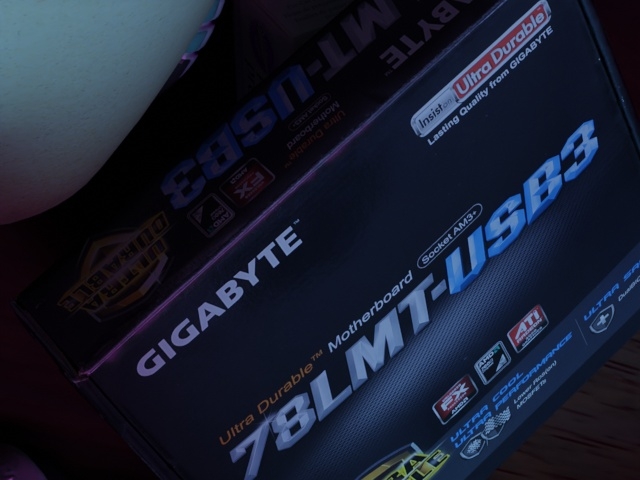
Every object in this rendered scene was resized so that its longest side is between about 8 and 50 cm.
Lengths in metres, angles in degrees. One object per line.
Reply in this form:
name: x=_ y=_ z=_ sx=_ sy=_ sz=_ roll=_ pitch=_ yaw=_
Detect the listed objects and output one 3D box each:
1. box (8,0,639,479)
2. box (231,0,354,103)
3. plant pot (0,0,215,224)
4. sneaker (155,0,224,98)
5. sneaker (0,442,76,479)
box: x=0.035 y=0.025 z=0.981 sx=0.295 sy=0.073 sz=0.293 roll=-42 pitch=143 yaw=-8
box: x=0.000 y=0.000 z=1.038 sx=0.067 sy=0.063 sz=0.324 roll=-22 pitch=136 yaw=-21
plant pot: x=-0.132 y=-0.132 z=0.728 sx=0.256 sy=0.256 sz=0.274 roll=-17 pitch=150 yaw=-20
sneaker: x=-0.046 y=-0.157 z=0.864 sx=0.098 sy=0.083 sz=0.224 roll=-34 pitch=157 yaw=-42
sneaker: x=-0.080 y=0.177 z=1.123 sx=0.153 sy=0.101 sz=0.269 roll=-49 pitch=121 yaw=-24
